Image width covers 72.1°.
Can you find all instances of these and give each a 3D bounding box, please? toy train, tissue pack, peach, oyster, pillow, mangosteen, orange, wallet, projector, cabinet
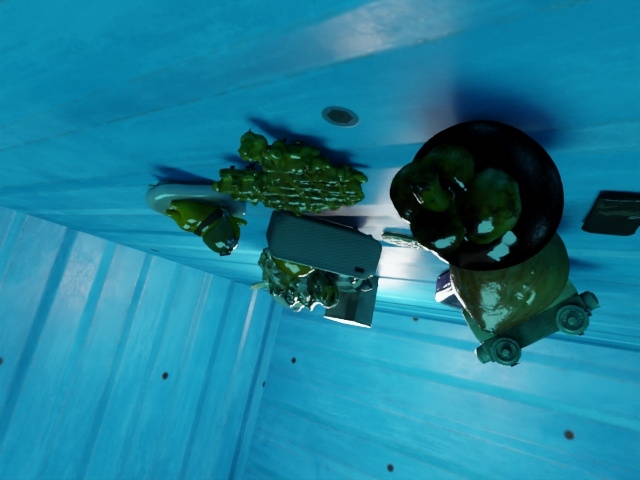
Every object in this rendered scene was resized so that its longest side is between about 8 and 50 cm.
[{"bbox_3d":[0.498,0.181,1.073,0.307,0.189,0.126,-35,157,20],"label":"toy train"},{"bbox_3d":[0.500,0.150,1.300,0.259,0.122,0.361,13,169,6],"label":"tissue pack"},{"bbox_3d":[0.349,0.066,0.826,0.233,0.232,0.232,12,167,3],"label":"peach"},{"bbox_3d":[-0.080,0.115,1.457,0.238,0.114,0.351,-17,133,4],"label":"oyster"},{"bbox_3d":[0.079,0.125,1.614,0.186,0.106,0.250,8,162,21],"label":"pillow"},{"bbox_3d":[0.180,-0.050,0.533,0.194,0.194,0.231,1,-169,42],"label":"mangosteen"},{"bbox_3d":[-0.064,0.023,1.221,0.157,0.156,0.134,17,137,-18],"label":"orange"},{"bbox_3d":[0.476,-0.041,0.706,0.082,0.018,0.157,7,165,22],"label":"wallet"},{"bbox_3d":[0.000,0.000,1.058,0.251,0.108,0.198,14,-174,-10],"label":"projector"},{"bbox_3d":[0.132,0.233,1.801,0.145,0.206,0.150,3,164,37],"label":"cabinet"}]

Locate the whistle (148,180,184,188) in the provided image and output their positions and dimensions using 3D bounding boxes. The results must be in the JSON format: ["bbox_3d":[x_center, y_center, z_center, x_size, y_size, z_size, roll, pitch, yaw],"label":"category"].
[{"bbox_3d":[-0.327,-0.093,1.155,0.258,0.067,0.126,19,163,-38],"label":"whistle"}]

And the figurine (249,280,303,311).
[{"bbox_3d":[-0.145,0.145,1.700,0.275,0.226,0.394,-13,159,-6],"label":"figurine"}]

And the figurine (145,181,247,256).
[{"bbox_3d":[-0.287,-0.036,1.052,0.250,0.141,0.166,6,150,-32],"label":"figurine"}]

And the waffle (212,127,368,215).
[{"bbox_3d":[-0.052,-0.112,0.811,0.260,0.069,0.293,14,168,-25],"label":"waffle"}]

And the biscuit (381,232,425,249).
[{"bbox_3d":[0.229,0.003,1.137,0.147,0.018,0.071,12,165,7],"label":"biscuit"}]
